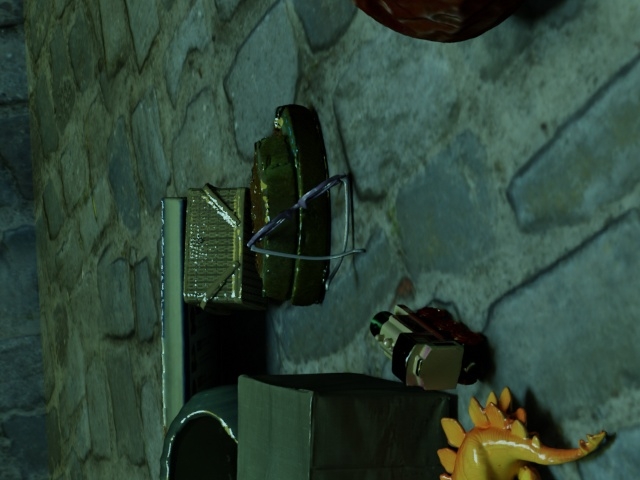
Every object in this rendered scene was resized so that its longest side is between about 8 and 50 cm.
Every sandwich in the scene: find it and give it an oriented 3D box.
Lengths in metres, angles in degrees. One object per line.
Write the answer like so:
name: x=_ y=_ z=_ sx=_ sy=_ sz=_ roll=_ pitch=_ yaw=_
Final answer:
sandwich: x=-0.050 y=-0.048 z=1.678 sx=0.159 sy=0.079 sz=0.235 roll=-149 pitch=61 yaw=-64

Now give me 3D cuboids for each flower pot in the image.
flower pot: x=-0.097 y=0.295 z=1.670 sx=0.157 sy=0.189 sz=0.243 roll=4 pitch=-104 yaw=-68

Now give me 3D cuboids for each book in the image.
book: x=-0.172 y=0.153 z=1.880 sx=0.300 sy=0.039 sz=0.428 roll=-8 pitch=-82 yaw=-85

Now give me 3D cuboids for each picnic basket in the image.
picnic basket: x=-0.118 y=0.012 z=1.765 sx=0.115 sy=0.079 sz=0.164 roll=27 pitch=-118 yaw=-73

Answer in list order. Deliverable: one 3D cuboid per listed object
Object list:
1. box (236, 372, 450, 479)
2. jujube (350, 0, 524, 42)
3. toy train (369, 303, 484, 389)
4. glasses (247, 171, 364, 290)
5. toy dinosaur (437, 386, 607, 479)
box: x=0.017 y=0.221 z=1.422 sx=0.231 sy=0.149 sz=0.155 roll=175 pitch=96 yaw=-70
jujube: x=0.104 y=-0.282 z=1.154 sx=0.232 sy=0.213 sz=0.213 roll=111 pitch=149 yaw=-45
toy train: x=0.097 y=0.100 z=1.321 sx=0.138 sy=0.087 sz=0.050 roll=-144 pitch=59 yaw=-62
glasses: x=0.000 y=0.000 z=1.573 sx=0.104 sy=0.140 sz=0.062 roll=52 pitch=-178 yaw=5
toy dinosaur: x=0.152 y=0.192 z=1.223 sx=0.288 sy=0.070 sz=0.117 roll=-53 pitch=43 yaw=49
